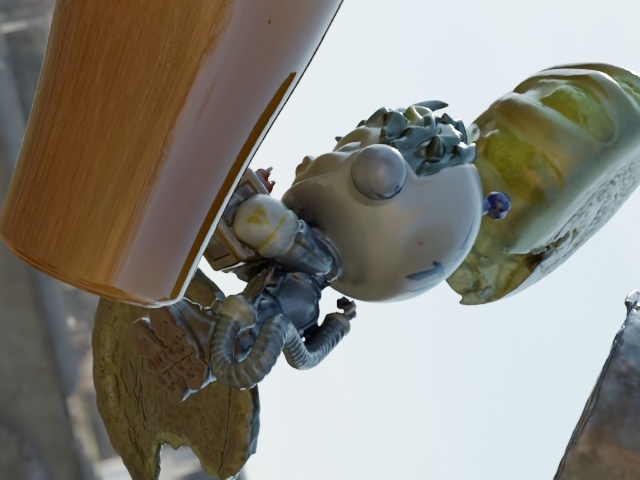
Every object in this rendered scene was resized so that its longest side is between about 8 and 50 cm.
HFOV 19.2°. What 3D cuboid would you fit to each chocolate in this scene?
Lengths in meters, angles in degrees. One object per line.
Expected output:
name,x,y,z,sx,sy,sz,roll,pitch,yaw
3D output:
chocolate,0.310,0.215,1.637,0.303,0.213,0.303,24,90,-80

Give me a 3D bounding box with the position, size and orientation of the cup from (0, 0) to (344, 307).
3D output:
cup,-0.114,-0.107,1.239,0.226,0.182,0.264,35,-75,57

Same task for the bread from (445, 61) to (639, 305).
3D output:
bread,0.237,-0.077,2.036,0.160,0.333,0.333,47,-15,13

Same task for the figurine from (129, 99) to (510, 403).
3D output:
figurine,-0.003,-0.001,1.722,0.261,0.382,0.186,-10,-72,60

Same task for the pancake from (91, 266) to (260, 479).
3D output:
pancake,-0.152,0.146,1.892,0.288,0.033,0.286,40,-53,43
